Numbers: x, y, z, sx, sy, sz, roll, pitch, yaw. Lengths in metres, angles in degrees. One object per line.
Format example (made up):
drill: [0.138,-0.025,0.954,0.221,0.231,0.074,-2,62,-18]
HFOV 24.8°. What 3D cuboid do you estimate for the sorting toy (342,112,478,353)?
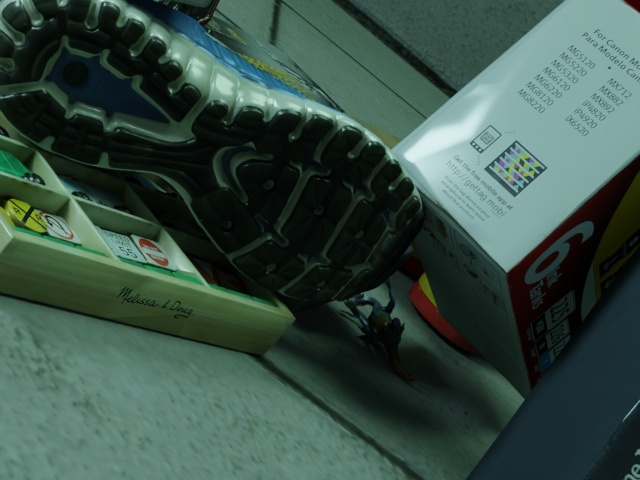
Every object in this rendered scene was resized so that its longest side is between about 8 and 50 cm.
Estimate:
sorting toy: [0.131,0.013,1.434,0.257,0.089,0.255,49,16,29]

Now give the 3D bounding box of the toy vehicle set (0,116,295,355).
toy vehicle set: [-0.142,-0.015,0.895,0.166,0.035,0.267,49,16,31]

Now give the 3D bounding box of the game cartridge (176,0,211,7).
game cartridge: [-0.231,-0.238,0.918,0.355,0.068,0.230,12,19,-8]

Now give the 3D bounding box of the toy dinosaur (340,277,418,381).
toy dinosaur: [0.043,0.069,1.176,0.082,0.047,0.090,-99,175,-86]

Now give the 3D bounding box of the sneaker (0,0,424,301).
sneaker: [-0.068,-0.081,0.956,0.330,0.130,0.147,34,17,-25]

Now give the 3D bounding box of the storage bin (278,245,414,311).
storage bin: [0.000,0.000,1.120,0.135,0.098,0.091,-13,66,-48]

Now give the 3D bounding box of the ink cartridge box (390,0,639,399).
ink cartridge box: [0.210,-0.044,1.112,0.130,0.272,0.309,45,-7,25]

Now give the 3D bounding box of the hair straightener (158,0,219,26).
hair straightener: [-0.139,-0.228,1.374,0.047,0.089,0.230,6,40,15]

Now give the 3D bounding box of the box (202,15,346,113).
box: [-0.056,-0.152,1.521,0.183,0.056,0.231,48,15,26]

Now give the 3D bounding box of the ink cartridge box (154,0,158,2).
ink cartridge box: [-0.192,-0.192,1.242,0.127,0.072,0.175,26,19,-48]

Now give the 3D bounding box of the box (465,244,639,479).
box: [0.322,0.138,0.944,0.312,0.343,0.179,39,-7,-8]
